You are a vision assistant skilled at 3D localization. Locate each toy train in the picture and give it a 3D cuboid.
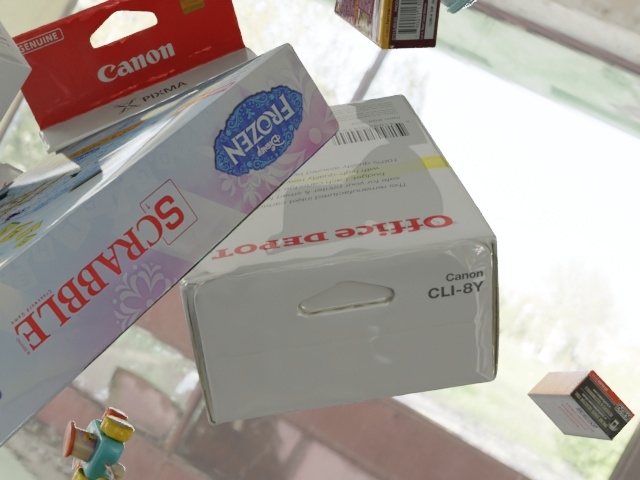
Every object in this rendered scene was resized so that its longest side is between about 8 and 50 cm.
[{"bbox_3d":[-0.191,0.202,0.726,0.046,0.125,0.166,28,40,-27],"label":"toy train"}]

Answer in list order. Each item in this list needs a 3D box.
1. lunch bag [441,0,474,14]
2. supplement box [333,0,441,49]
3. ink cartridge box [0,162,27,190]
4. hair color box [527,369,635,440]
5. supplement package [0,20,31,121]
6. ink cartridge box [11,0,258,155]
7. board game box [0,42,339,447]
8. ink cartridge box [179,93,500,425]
[{"bbox_3d":[0.294,-0.522,1.634,0.108,0.279,0.224,40,-21,-5],"label":"lunch bag"},{"bbox_3d":[0.088,-0.332,1.302,0.081,0.104,0.188,-5,29,-18],"label":"supplement box"},{"bbox_3d":[-0.316,-0.008,1.080,0.198,0.115,0.067,27,-1,6],"label":"ink cartridge box"},{"bbox_3d":[0.300,0.191,1.128,0.072,0.043,0.141,47,-11,1],"label":"hair color box"},{"bbox_3d":[-0.475,-0.201,1.011,0.198,0.199,0.262,12,33,-51],"label":"supplement package"},{"bbox_3d":[-0.213,-0.179,1.230,0.066,0.296,0.261,50,-19,49],"label":"ink cartridge box"},{"bbox_3d":[-0.191,0.023,0.587,0.319,0.318,0.066,-12,-63,50],"label":"board game box"},{"bbox_3d":[0.000,0.000,1.009,0.279,0.160,0.384,-9,27,-3],"label":"ink cartridge box"}]
